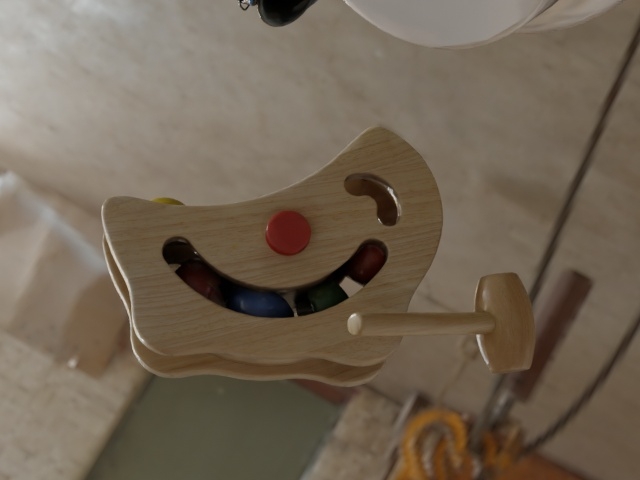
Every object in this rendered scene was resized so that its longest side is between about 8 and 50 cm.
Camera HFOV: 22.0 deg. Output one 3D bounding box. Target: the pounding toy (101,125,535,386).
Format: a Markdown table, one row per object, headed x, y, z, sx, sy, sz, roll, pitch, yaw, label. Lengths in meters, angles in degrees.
| x | y | z | sx | sy | sz | roll | pitch | yaw | label |
| --- | --- | --- | --- | --- | --- | --- | --- | --- | --- |
| 0.000 | 0.000 | 1.014 | 0.270 | 0.154 | 0.155 | 3 | 163 | -6 | pounding toy |

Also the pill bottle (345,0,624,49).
| x | y | z | sx | sy | sz | roll | pitch | yaw | label |
| --- | --- | --- | --- | --- | --- | --- | --- | --- | --- |
| 0.130 | -0.222 | 0.877 | 0.188 | 0.334 | 0.187 | 15 | 122 | 26 | pill bottle |

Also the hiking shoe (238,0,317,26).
| x | y | z | sx | sy | sz | roll | pitch | yaw | label |
| --- | --- | --- | --- | --- | --- | --- | --- | --- | --- |
| -0.061 | -0.217 | 1.199 | 0.113 | 0.132 | 0.304 | -2 | 175 | -33 | hiking shoe |
